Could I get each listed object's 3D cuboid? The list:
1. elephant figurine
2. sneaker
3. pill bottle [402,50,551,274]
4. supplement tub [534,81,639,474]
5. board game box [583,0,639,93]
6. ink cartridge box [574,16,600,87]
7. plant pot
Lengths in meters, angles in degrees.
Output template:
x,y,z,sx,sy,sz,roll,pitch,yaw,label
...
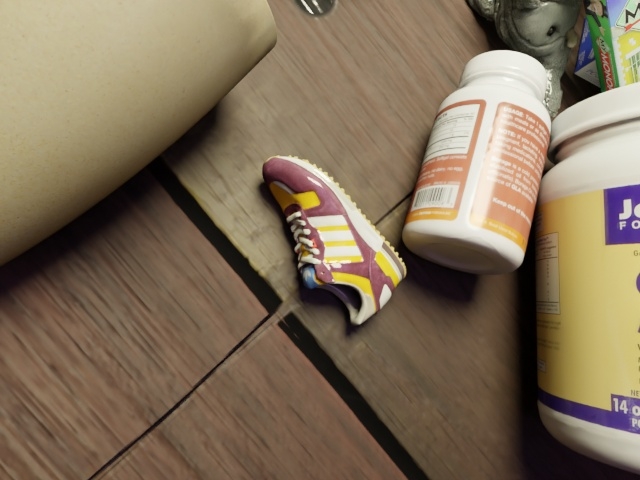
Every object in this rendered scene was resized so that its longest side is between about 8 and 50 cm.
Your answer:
x,y,z,sx,sy,sz,roll,pitch,yaw,label
0.262,-0.306,0.546,0.186,0.169,0.239,34,89,20,elephant figurine
0.000,0.000,0.454,0.185,0.069,0.084,44,67,-5,sneaker
0.171,-0.082,0.490,0.121,0.121,0.216,22,76,-12,pill bottle
0.342,0.036,0.455,0.241,0.241,0.331,4,83,-16,supplement tub
0.460,-0.288,0.504,0.317,0.046,0.213,-34,131,13,board game box
0.455,-0.236,0.639,0.207,0.046,0.097,21,75,-13,ink cartridge box
-0.216,-0.123,0.337,0.256,0.256,0.274,37,90,-8,plant pot
